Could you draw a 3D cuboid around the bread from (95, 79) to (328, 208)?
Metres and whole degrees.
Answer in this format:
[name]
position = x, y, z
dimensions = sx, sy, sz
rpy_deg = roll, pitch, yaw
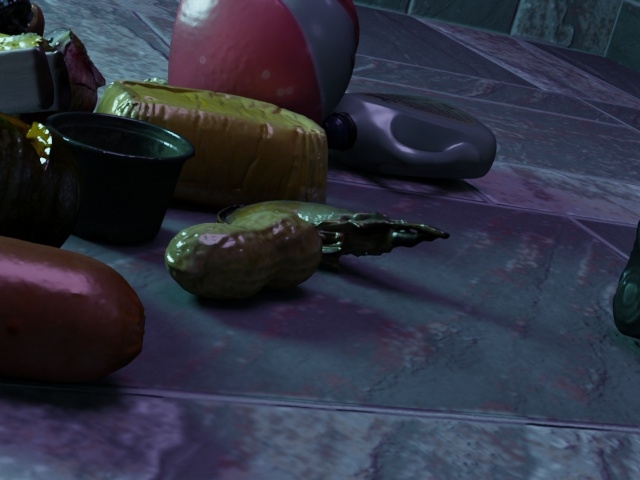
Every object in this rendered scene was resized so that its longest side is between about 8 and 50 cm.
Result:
[bread]
position = -0.133, -0.109, 1.650
dimensions = 0.288, 0.119, 0.152
rpy_deg = 8, 15, -26

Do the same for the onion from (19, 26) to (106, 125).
[onion]
position = -0.339, -0.187, 1.768
dimensions = 0.098, 0.151, 0.206
rpy_deg = 46, 15, -24

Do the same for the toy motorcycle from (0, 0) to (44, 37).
[toy motorcycle]
position = -0.419, -0.235, 1.714
dimensions = 0.084, 0.212, 0.118
rpy_deg = 59, 25, 7

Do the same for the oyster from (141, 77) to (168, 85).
[oyster]
position = -0.230, -0.231, 2.134
dimensions = 0.083, 0.038, 0.080
rpy_deg = -8, 2, 12

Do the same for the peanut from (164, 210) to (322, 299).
[peanut]
position = -0.076, 0.013, 1.373
dimensions = 0.089, 0.089, 0.193
rpy_deg = 26, 20, 33

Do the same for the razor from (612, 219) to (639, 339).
[razor]
position = 0.500, 0.056, 1.561
dimensions = 0.326, 0.189, 0.107
rpy_deg = 14, 17, -12

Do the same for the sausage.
[sausage]
position = -0.261, 0.047, 1.061
dimensions = 0.259, 0.114, 0.113
rpy_deg = 11, 17, -11

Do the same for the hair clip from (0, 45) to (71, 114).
[hair clip]
position = -0.435, -0.152, 1.456
dimensions = 0.330, 0.085, 0.101
rpy_deg = -7, 16, 1

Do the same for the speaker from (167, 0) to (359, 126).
[speaker]
position = -0.088, -0.251, 1.851
dimensions = 0.294, 0.294, 0.294
rpy_deg = 14, 17, -4

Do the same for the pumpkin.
[pumpkin]
position = -0.329, -0.053, 1.234
dimensions = 0.238, 0.159, 0.238
rpy_deg = 22, -4, 2

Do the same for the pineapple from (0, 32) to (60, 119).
[pineapple]
position = -0.417, -0.170, 1.596
dimensions = 0.233, 0.079, 0.135
rpy_deg = 0, 54, 9

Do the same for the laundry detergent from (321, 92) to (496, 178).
[laundry detergent]
position = 0.105, -0.150, 2.011
dimensions = 0.215, 0.105, 0.280
rpy_deg = 30, 21, 36

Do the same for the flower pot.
[flower pot]
position = -0.217, -0.063, 1.454
dimensions = 0.157, 0.107, 0.157
rpy_deg = 11, 19, -4

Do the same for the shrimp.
[shrimp]
position = 0.006, 0.003, 1.515
dimensions = 0.262, 0.066, 0.117
rpy_deg = 8, 27, 28
